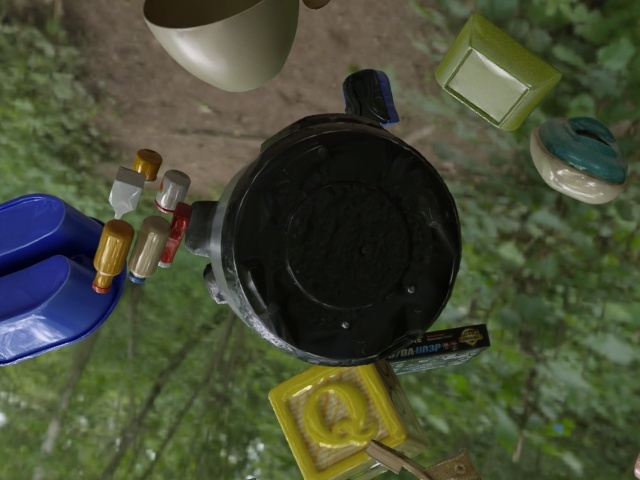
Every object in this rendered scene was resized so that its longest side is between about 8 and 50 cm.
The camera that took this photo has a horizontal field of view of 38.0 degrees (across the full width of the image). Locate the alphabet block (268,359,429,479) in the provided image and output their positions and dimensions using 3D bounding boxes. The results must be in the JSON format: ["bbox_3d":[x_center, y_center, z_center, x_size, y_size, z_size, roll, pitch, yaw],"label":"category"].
[{"bbox_3d":[0.053,0.314,1.627,0.193,0.192,0.197,-31,156,7],"label":"alphabet block"}]

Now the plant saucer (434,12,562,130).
[{"bbox_3d":[0.300,-0.282,1.642,0.188,0.045,0.188,36,151,2],"label":"plant saucer"}]

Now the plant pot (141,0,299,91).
[{"bbox_3d":[-0.157,-0.386,1.699,0.284,0.191,0.284,-12,-139,11],"label":"plant pot"}]

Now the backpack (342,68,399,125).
[{"bbox_3d":[0.099,-0.282,1.865,0.098,0.120,0.101,-16,-178,24],"label":"backpack"}]

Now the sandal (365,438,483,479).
[{"bbox_3d":[0.190,0.343,1.406,0.240,0.079,0.088,26,178,14],"label":"sandal"}]

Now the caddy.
[{"bbox_3d":[-0.497,0.070,1.570,0.341,0.241,0.179,-18,151,11],"label":"caddy"}]

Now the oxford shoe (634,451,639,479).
[{"bbox_3d":[0.689,0.369,1.557,0.397,0.140,0.146,-7,-153,-39],"label":"oxford shoe"}]

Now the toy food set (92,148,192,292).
[{"bbox_3d":[-0.246,-0.023,1.292,0.111,0.104,0.232,18,-148,-14],"label":"toy food set"}]

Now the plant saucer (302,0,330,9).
[{"bbox_3d":[-0.001,-0.485,1.791,0.083,0.083,0.015,14,-173,36],"label":"plant saucer"}]

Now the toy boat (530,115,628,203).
[{"bbox_3d":[0.549,-0.149,1.730,0.318,0.148,0.267,21,-156,-4],"label":"toy boat"}]

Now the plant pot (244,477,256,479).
[{"bbox_3d":[-0.079,0.264,0.820,0.083,0.079,0.083,-25,174,-3],"label":"plant pot"}]

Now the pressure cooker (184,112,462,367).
[{"bbox_3d":[-0.003,0.006,1.509,0.375,0.370,0.420,-39,-174,-8],"label":"pressure cooker"}]

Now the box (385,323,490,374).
[{"bbox_3d":[0.208,0.222,1.852,0.220,0.051,0.175,-8,163,-9],"label":"box"}]
